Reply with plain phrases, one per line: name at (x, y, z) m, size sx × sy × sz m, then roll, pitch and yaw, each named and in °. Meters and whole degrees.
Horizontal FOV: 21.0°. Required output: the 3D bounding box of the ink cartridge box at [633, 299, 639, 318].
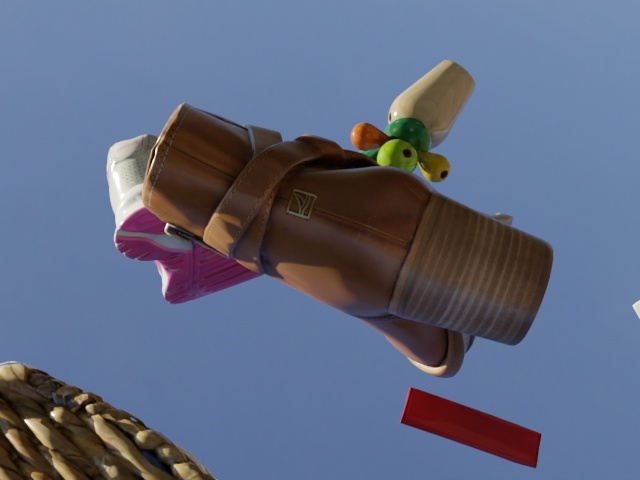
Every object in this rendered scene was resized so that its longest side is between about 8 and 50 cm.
ink cartridge box at (0.277, 0.073, 1.089) m, size 0.056 × 0.099 × 0.135 m, roll -13°, pitch -110°, yaw -52°

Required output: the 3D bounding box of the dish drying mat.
dish drying mat at (0.089, 0.111, 1.017) m, size 0.083 × 0.008 × 0.032 m, roll 20°, pitch -146°, yaw 1°

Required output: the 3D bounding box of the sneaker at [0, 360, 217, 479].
sneaker at (-0.182, 0.191, 1.330) m, size 0.235 × 0.094 × 0.153 m, roll 38°, pitch -164°, yaw -4°

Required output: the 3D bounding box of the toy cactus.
toy cactus at (0.060, -0.060, 1.328) m, size 0.112 × 0.180 × 0.219 m, roll 39°, pitch 165°, yaw 7°

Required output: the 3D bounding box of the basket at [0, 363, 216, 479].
basket at (-0.100, 0.233, 0.887) m, size 0.299 × 0.213 × 0.223 m, roll 43°, pitch 167°, yaw 34°

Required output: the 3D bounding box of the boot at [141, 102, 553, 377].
boot at (0.000, 0.000, 1.005) m, size 0.220 × 0.109 × 0.283 m, roll 21°, pitch 180°, yaw -3°

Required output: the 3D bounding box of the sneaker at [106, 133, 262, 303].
sneaker at (-0.121, -0.023, 1.571) m, size 0.252 × 0.103 × 0.111 m, roll 59°, pitch -167°, yaw -65°
